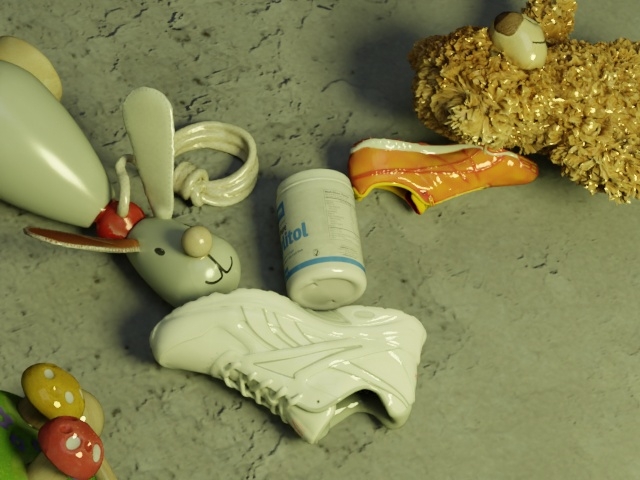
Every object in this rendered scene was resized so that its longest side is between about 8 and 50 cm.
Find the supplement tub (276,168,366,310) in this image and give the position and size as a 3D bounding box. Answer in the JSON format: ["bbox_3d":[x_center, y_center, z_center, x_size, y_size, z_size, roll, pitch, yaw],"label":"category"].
[{"bbox_3d":[0.000,0.000,1.503,0.071,0.071,0.107,-3,59,-9],"label":"supplement tub"}]

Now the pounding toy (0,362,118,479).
[{"bbox_3d":[-0.195,0.155,1.290,0.110,0.237,0.183,-45,65,17],"label":"pounding toy"}]

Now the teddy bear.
[{"bbox_3d":[0.249,-0.130,1.551,0.338,0.113,0.245,24,49,-12],"label":"teddy bear"}]

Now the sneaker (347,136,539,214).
[{"bbox_3d":[0.110,-0.056,1.566,0.175,0.064,0.067,0,84,-5],"label":"sneaker"}]

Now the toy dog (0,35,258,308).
[{"bbox_3d":[-0.213,-0.077,1.471,0.333,0.161,0.220,14,59,2],"label":"toy dog"}]

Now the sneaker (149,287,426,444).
[{"bbox_3d":[-0.027,0.108,1.426,0.232,0.090,0.115,4,62,-3],"label":"sneaker"}]
